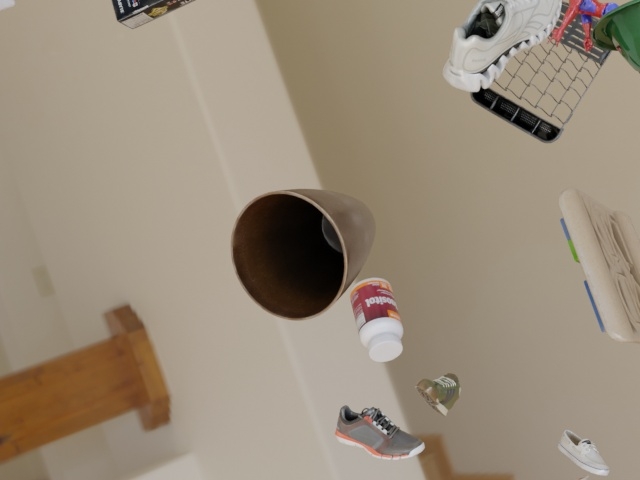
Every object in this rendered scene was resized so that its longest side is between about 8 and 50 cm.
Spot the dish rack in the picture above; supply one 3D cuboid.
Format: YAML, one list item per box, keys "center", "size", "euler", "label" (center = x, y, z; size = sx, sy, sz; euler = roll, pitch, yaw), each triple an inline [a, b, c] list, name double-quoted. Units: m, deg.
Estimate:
- center: [0.459, -0.351, 1.986]
  size: [0.272, 0.208, 0.074]
  euler: [-58, -19, 8]
  label: "dish rack"

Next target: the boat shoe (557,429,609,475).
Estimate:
- center: [0.385, 0.307, 1.426]
  size: [0.035, 0.035, 0.100]
  euler: [6, 13, -24]
  label: "boat shoe"

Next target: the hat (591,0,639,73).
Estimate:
- center: [0.445, -0.188, 1.206]
  size: [0.208, 0.184, 0.173]
  euler: [2, -14, -36]
  label: "hat"

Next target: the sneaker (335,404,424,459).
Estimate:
- center: [0.089, 0.297, 1.536]
  size: [0.157, 0.065, 0.061]
  euler: [8, 17, 31]
  label: "sneaker"

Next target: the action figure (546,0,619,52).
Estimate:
- center: [0.535, -0.387, 1.821]
  size: [0.139, 0.280, 0.091]
  euler: [-65, -14, 8]
  label: "action figure"

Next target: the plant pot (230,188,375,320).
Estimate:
- center: [0.000, 0.000, 1.666]
  size: [0.215, 0.215, 0.230]
  euler: [-20, 3, 32]
  label: "plant pot"

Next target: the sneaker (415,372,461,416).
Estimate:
- center: [0.271, 0.329, 2.198]
  size: [0.086, 0.064, 0.192]
  euler: [-50, -30, -9]
  label: "sneaker"

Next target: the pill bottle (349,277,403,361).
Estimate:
- center: [0.110, 0.152, 1.873]
  size: [0.086, 0.152, 0.086]
  euler: [-7, -42, -7]
  label: "pill bottle"

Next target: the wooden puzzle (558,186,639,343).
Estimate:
- center: [0.596, 0.070, 2.012]
  size: [0.080, 0.322, 0.347]
  euler: [-27, -21, 30]
  label: "wooden puzzle"

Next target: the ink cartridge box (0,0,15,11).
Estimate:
- center: [-0.528, -0.485, 1.447]
  size: [0.066, 0.296, 0.261]
  euler: [3, 30, 41]
  label: "ink cartridge box"

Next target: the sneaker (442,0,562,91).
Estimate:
- center: [0.320, -0.379, 1.674]
  size: [0.292, 0.110, 0.118]
  euler: [-46, -32, -24]
  label: "sneaker"

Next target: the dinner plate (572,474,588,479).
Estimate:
- center: [0.381, 0.422, 1.620]
  size: [0.141, 0.017, 0.141]
  euler: [-20, -16, -6]
  label: "dinner plate"

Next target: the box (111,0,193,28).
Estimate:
- center: [-0.282, -0.488, 1.629]
  size: [0.175, 0.220, 0.051]
  euler: [-20, -10, 18]
  label: "box"
